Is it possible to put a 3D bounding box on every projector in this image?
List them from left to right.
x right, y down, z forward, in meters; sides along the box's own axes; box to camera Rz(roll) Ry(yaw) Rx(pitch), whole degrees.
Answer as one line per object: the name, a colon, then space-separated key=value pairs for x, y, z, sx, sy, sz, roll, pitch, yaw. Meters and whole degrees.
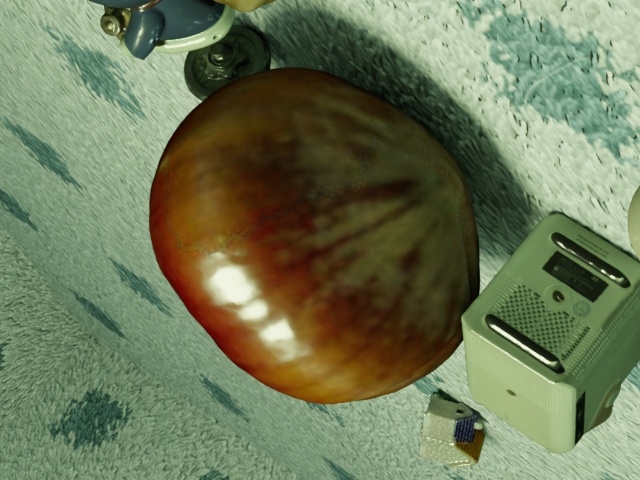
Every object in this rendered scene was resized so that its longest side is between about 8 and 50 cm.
projector: x=0.265 y=0.112 z=1.665 sx=0.163 sy=0.177 sz=0.242 roll=34 pitch=160 yaw=25

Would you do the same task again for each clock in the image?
clock: x=-0.192 y=-0.310 z=1.586 sx=0.146 sy=0.200 sz=0.243 roll=4 pitch=165 yaw=29

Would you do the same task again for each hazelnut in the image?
hazelnut: x=0.000 y=0.000 z=1.677 sx=0.409 sy=0.359 sz=0.359 roll=45 pitch=163 yaw=-14

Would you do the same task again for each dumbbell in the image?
dumbbell: x=-0.090 y=-0.176 z=1.861 sx=0.110 sy=0.110 sz=0.254 roll=32 pitch=168 yaw=27

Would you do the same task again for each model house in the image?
model house: x=0.222 y=0.308 z=2.428 sx=0.100 sy=0.088 sz=0.101 roll=12 pitch=121 yaw=13

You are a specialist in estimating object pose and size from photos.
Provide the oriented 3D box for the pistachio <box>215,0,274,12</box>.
pistachio: x=-0.071 y=-0.301 z=1.505 sx=0.108 sy=0.126 sz=0.185 roll=1 pitch=168 yaw=-17

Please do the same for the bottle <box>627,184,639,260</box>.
bottle: x=0.354 y=-0.034 z=1.210 sx=0.120 sy=0.120 sz=0.253 roll=42 pitch=164 yaw=-3

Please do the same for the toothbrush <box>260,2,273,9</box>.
toothbrush: x=-0.106 y=-0.293 z=1.740 sx=0.162 sy=0.017 sz=0.014 roll=28 pitch=154 yaw=48
